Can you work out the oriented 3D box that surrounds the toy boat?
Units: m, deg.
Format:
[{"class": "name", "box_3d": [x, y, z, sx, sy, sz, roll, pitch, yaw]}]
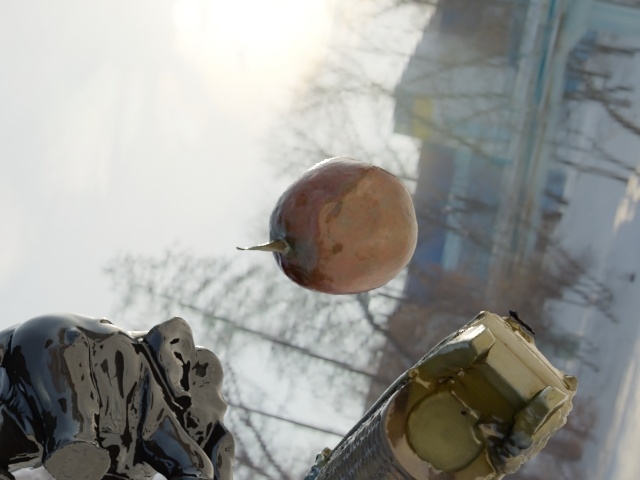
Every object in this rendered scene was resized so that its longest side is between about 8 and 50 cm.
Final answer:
[{"class": "toy boat", "box_3d": [0.057, 0.142, 0.804, 0.115, 0.089, 0.310, -38, -9, -39]}]

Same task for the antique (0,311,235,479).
[{"class": "antique", "box_3d": [-0.232, 0.197, 1.392, 0.185, 0.322, 0.255, -54, 24, 27]}]

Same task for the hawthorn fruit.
[{"class": "hawthorn fruit", "box_3d": [0.006, -0.004, 1.288, 0.149, 0.189, 0.149, 156, 90, -82]}]
